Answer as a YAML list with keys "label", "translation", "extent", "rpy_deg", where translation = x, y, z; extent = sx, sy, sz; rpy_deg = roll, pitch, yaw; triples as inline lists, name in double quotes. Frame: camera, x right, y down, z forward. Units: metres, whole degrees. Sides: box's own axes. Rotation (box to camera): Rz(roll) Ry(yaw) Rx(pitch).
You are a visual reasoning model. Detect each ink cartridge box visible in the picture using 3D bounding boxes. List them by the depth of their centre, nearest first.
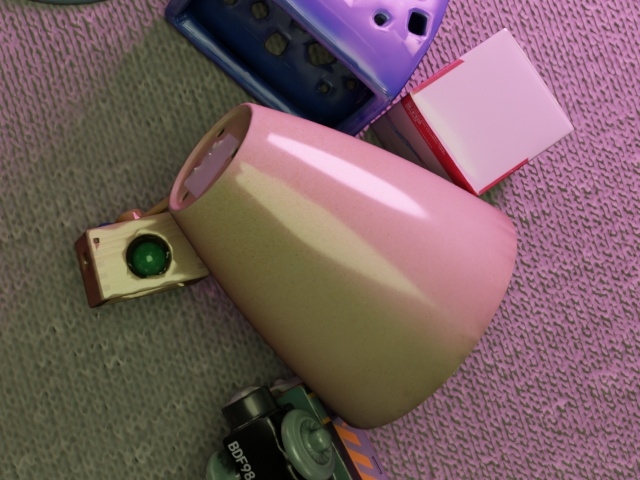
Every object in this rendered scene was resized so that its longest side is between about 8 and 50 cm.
- label: "ink cartridge box"
  translation: [0.151, -0.117, 2.009]
  extent: [0.128, 0.176, 0.127]
  rpy_deg: [-35, 90, -14]

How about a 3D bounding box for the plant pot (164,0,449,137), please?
- label: "plant pot"
  translation: [0.010, -0.259, 1.968]
  extent: [0.236, 0.236, 0.212]
  rpy_deg: [40, 71, -6]

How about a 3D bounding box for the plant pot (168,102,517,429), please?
- label: "plant pot"
  translation: [0.000, 0.000, 1.854]
  extent: [0.274, 0.256, 0.256]
  rpy_deg: [37, 78, -22]

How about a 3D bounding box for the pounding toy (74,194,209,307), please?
- label: "pounding toy"
  translation: [-0.170, 0.000, 1.941]
  extent: [0.130, 0.141, 0.100]
  rpy_deg: [-13, 87, -14]

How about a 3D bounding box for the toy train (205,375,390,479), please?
- label: "toy train"
  translation: [0.016, 0.287, 1.940]
  extent: [0.142, 0.190, 0.334]
  rpy_deg: [-31, 86, 24]

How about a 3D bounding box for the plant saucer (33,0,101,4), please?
- label: "plant saucer"
  translation: [-0.264, -0.402, 2.010]
  extent: [0.317, 0.043, 0.318]
  rpy_deg: [1, 84, -12]
